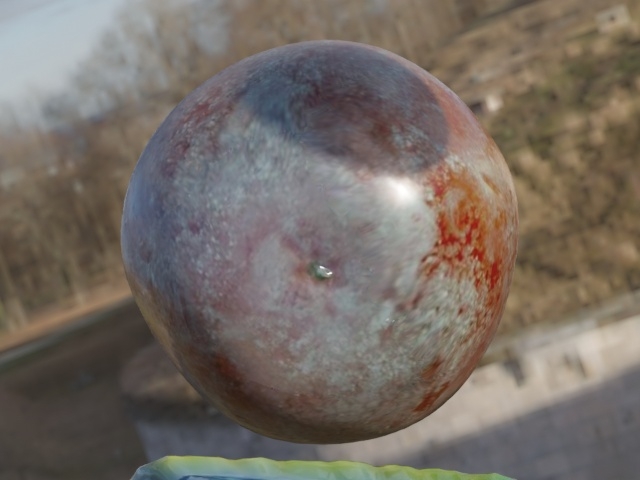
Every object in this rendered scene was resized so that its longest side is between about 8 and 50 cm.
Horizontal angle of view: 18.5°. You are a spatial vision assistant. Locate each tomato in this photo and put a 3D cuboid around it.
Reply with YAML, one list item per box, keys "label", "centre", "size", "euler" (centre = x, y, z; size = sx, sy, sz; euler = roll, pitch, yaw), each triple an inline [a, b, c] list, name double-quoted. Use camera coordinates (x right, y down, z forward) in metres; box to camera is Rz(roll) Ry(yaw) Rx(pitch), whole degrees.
- label: "tomato"
  centre: [0.000, 0.000, 1.546]
  size: [0.316, 0.317, 0.282]
  euler: [-19, 5, 3]

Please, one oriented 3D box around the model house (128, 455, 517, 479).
- label: "model house"
  centre: [0.005, 0.215, 1.053]
  size: [0.237, 0.216, 0.303]
  euler: [7, 5, -24]
